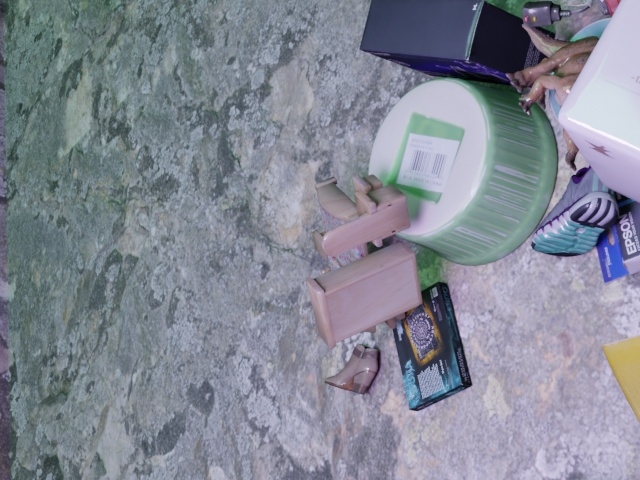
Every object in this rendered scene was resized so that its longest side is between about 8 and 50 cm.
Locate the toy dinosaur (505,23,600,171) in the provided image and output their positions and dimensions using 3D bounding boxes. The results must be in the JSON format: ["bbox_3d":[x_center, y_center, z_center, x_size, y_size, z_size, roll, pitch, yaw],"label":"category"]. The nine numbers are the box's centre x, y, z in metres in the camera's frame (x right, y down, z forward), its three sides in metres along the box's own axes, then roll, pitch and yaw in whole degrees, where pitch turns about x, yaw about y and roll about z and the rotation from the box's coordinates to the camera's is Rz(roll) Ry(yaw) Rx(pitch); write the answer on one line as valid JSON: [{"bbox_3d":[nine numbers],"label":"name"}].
[{"bbox_3d":[0.398,-0.245,1.579,0.200,0.127,0.295,-38,36,23],"label":"toy dinosaur"}]

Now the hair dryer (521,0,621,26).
[{"bbox_3d":[0.447,-0.426,1.604,0.294,0.080,0.223,3,59,37],"label":"hair dryer"}]

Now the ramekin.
[{"bbox_3d":[0.219,-0.119,1.751,0.303,0.148,0.303,-17,67,45],"label":"ramekin"}]

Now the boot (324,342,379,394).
[{"bbox_3d":[0.059,0.227,1.923,0.118,0.042,0.086,7,78,48],"label":"boot"}]

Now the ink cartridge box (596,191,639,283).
[{"bbox_3d":[0.499,-0.070,1.486,0.333,0.065,0.165,-30,58,41],"label":"ink cartridge box"}]

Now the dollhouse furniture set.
[{"bbox_3d":[0.000,0.000,1.801,0.355,0.174,0.303,45,153,50],"label":"dollhouse furniture set"}]

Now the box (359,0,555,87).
[{"bbox_3d":[0.222,-0.331,1.782,0.261,0.184,0.103,18,92,50],"label":"box"}]

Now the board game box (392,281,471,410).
[{"bbox_3d":[0.181,0.178,1.803,0.126,0.026,0.186,-34,55,40],"label":"board game box"}]

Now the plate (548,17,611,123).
[{"bbox_3d":[0.432,-0.247,1.642,0.188,0.024,0.188,-18,66,44],"label":"plate"}]

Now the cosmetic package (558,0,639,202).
[{"bbox_3d":[0.521,-0.197,1.179,0.329,0.327,0.393,30,92,25],"label":"cosmetic package"}]

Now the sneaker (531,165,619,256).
[{"bbox_3d":[0.378,-0.047,1.570,0.223,0.083,0.098,127,158,-68],"label":"sneaker"}]

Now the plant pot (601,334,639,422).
[{"bbox_3d":[0.508,0.186,1.307,0.212,0.212,0.187,-23,75,43],"label":"plant pot"}]
